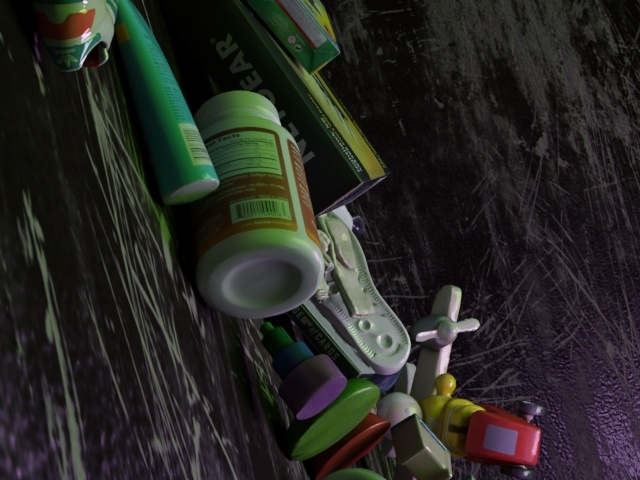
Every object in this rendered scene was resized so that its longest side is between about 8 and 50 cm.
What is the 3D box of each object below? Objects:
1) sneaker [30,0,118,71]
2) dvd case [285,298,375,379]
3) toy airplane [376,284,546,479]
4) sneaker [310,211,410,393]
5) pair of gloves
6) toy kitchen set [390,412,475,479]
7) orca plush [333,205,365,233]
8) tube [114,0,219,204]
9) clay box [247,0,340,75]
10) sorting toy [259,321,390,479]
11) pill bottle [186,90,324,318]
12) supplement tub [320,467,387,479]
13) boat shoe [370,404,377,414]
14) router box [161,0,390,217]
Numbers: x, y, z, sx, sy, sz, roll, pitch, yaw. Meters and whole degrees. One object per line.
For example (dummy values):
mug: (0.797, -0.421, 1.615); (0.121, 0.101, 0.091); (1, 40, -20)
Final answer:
sneaker: (-0.172, -0.165, 0.735); (0.161, 0.057, 0.075); (-98, -173, -68)
dvd case: (0.000, 0.121, 1.406); (0.179, 0.029, 0.238); (49, 1, 10)
toy airplane: (0.188, 0.326, 1.907); (0.272, 0.384, 0.386); (17, 38, -41)
sneaker: (0.018, 0.116, 1.720); (0.323, 0.130, 0.236); (57, -23, 14)
pair of gloves: (-0.002, 0.010, 1.523); (0.240, 0.042, 0.204); (23, 39, -58)
toy kitchen set: (0.092, 0.338, 1.373); (0.166, 0.207, 0.122); (49, 13, -19)
orca plush: (0.000, 0.000, 1.844); (0.102, 0.151, 0.287); (41, -9, 29)
tube: (-0.147, -0.135, 0.919); (0.080, 0.052, 0.207); (74, -5, -77)
clay box: (-0.042, -0.306, 1.312); (0.127, 0.053, 0.222); (47, 16, -27)
sorting toy: (-0.012, 0.178, 1.220); (0.126, 0.127, 0.365); (50, -8, 24)
pill bottle: (-0.071, -0.041, 1.011); (0.121, 0.121, 0.216); (68, 8, -50)
supplement tub: (0.051, 0.336, 1.179); (0.190, 0.116, 0.117); (66, 9, -62)
boat shoe: (0.067, 0.318, 1.826); (0.152, 0.049, 0.056); (95, -14, -46)
router box: (-0.044, -0.182, 1.298); (0.309, 0.081, 0.243); (55, 14, 1)
